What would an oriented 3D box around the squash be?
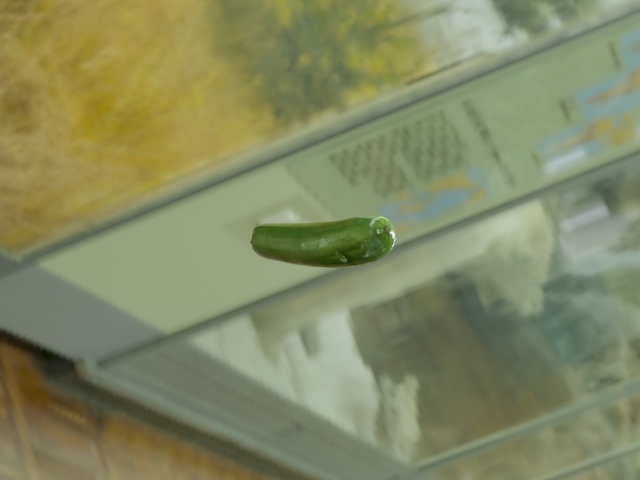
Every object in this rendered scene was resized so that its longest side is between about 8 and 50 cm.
[{"bbox_3d":[0.001,0.001,0.811,0.027,0.089,0.027,5,84,-48],"label":"squash"}]
